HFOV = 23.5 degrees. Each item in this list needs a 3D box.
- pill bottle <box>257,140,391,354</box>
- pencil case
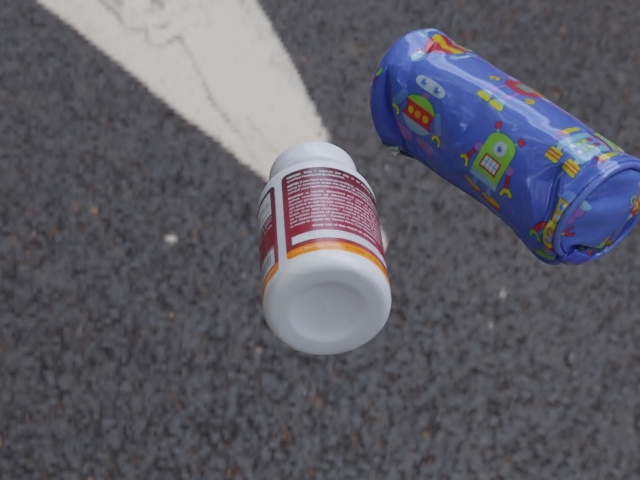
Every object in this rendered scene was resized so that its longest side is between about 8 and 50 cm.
[{"bbox_3d":[0.000,0.000,1.058,0.086,0.086,0.152,3,38,-7],"label":"pill bottle"},{"bbox_3d":[0.170,-0.088,1.482,0.119,0.133,0.306,14,20,-49],"label":"pencil case"}]
